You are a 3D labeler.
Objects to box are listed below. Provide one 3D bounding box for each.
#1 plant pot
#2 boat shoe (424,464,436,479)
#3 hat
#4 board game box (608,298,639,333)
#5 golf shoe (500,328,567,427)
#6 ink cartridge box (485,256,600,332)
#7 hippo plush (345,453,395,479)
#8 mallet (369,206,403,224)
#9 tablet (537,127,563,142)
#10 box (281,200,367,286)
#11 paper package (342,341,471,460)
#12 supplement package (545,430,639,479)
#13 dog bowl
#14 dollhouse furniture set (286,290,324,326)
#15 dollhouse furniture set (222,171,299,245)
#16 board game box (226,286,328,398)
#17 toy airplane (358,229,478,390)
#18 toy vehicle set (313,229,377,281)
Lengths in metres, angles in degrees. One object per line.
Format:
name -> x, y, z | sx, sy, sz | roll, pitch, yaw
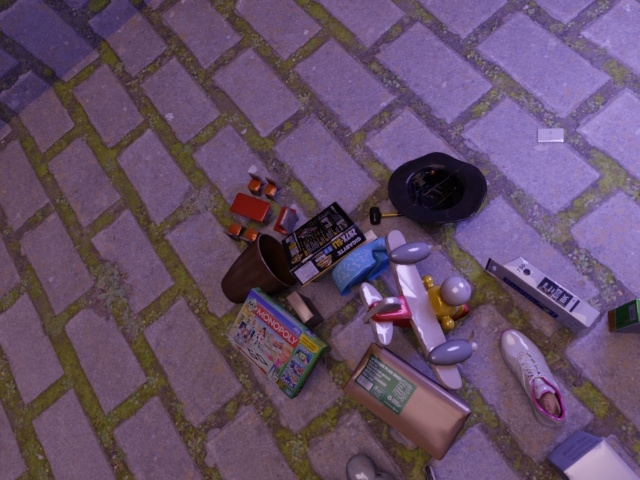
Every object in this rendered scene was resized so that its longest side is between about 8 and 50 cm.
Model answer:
plant pot -> -0.239, 0.125, 1.709 | 0.230, 0.215, 0.216 | -33, 68, 19
boat shoe -> 0.325, 0.783, 1.416 | 0.064, 0.075, 0.206 | -9, 77, 9
hat -> 0.399, -0.146, 1.634 | 0.330, 0.134, 0.332 | -8, 52, 11
board game box -> 1.008, 0.218, 1.310 | 0.316, 0.242, 0.064 | 1, 74, 14
golf shoe -> 0.640, 0.400, 1.410 | 0.115, 0.140, 0.307 | -28, 67, 7
ink cartridge box -> 0.669, 0.149, 1.462 | 0.332, 0.165, 0.065 | 39, 87, 20
hippo plush -> 0.116, 0.775, 1.388 | 0.294, 0.234, 0.237 | 41, 88, 22
mallet -> 0.270, -0.086, 1.711 | 0.189, 0.039, 0.063 | 4, 74, 12
tablet -> 0.806, -0.368, 1.663 | 0.083, 0.006, 0.054 | 3, 75, 15
box -> 0.000, 0.000, 1.622 | 0.257, 0.322, 0.079 | -38, 110, 3
paper package -> 0.265, 0.465, 1.399 | 0.324, 0.309, 0.168 | 32, 84, 23
supplement package -> 0.723, 0.615, 1.266 | 0.133, 0.244, 0.139 | -39, 69, 1
dog bowl -> 0.149, 0.078, 1.565 | 0.074, 0.297, 0.166 | 49, 131, 18
dollhouse furniture set -> -0.126, 0.300, 1.632 | 0.242, 0.161, 0.212 | -39, 68, 1
dollhouse furniture set -> -0.221, -0.109, 1.793 | 0.258, 0.135, 0.262 | 19, 80, 19
board game box -> -0.151, 0.333, 1.564 | 0.317, 0.046, 0.214 | 36, 108, 23
toy airplane -> 0.307, 0.184, 1.397 | 0.386, 0.384, 0.272 | 46, 126, -10
toy vehicle set -> 0.077, 0.058, 1.646 | 0.266, 0.166, 0.035 | -34, 82, 4
